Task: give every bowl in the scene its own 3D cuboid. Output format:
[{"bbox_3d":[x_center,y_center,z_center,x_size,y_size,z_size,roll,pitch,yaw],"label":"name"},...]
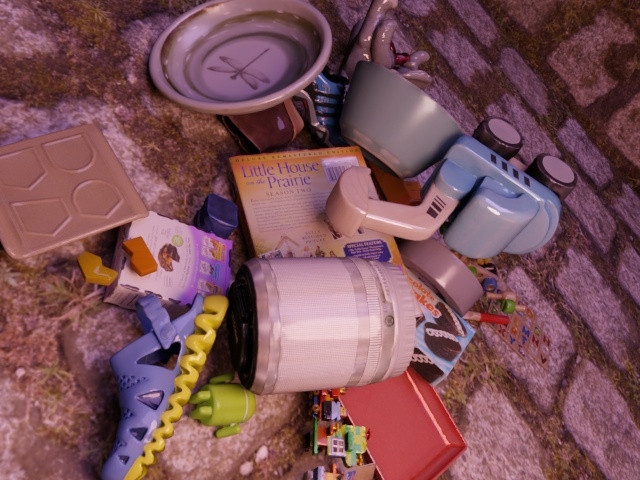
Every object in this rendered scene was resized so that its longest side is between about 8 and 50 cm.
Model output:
[{"bbox_3d":[0.165,-0.260,1.428,0.311,0.163,0.311,36,4,-3],"label":"bowl"}]

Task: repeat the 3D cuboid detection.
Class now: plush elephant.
[{"bbox_3d":[0.198,-0.487,1.723,0.255,0.272,0.330,22,76,-11],"label":"plush elephant"}]

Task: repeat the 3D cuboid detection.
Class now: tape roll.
[{"bbox_3d":[0.266,0.077,1.401,0.219,0.219,0.072,44,84,-7],"label":"tape roll"}]

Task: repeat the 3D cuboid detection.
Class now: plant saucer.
[{"bbox_3d":[0.152,0.359,1.216,0.258,0.048,0.259,-18,73,-47],"label":"plant saucer"},{"bbox_3d":[-0.169,-0.394,1.345,0.400,0.100,0.400,-3,55,5],"label":"plant saucer"}]

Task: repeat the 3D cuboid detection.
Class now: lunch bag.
[{"bbox_3d":[-0.202,-0.034,1.170,0.067,0.065,0.098,26,29,-23],"label":"lunch bag"}]

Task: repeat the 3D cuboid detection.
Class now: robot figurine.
[{"bbox_3d":[-0.155,0.267,0.995,0.115,0.067,0.101,8,58,-38],"label":"robot figurine"}]

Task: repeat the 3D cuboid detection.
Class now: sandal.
[{"bbox_3d":[-0.254,0.204,0.911,0.138,0.126,0.317,24,54,-8],"label":"sandal"}]

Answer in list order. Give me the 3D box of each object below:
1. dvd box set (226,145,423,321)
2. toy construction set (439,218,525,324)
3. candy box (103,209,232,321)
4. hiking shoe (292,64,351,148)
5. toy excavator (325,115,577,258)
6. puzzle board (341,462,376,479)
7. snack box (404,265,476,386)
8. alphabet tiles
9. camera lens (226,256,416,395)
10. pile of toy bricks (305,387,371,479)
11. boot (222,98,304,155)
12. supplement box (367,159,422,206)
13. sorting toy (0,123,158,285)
[{"bbox_3d":[0.000,0.000,1.256,0.307,0.062,0.420,-9,65,-22],"label":"dvd box set"},{"bbox_3d":[0.397,0.052,1.575,0.237,0.257,0.309,8,78,-17],"label":"toy construction set"},{"bbox_3d":[-0.258,0.051,1.060,0.196,0.070,0.165,23,48,-29],"label":"candy box"},{"bbox_3d":[0.023,-0.334,1.489,0.304,0.132,0.113,52,25,-36],"label":"hiking shoe"},{"bbox_3d":[0.279,-0.079,1.272,0.433,0.222,0.445,35,45,4],"label":"toy excavator"},{"bbox_3d":[0.048,0.438,1.019,0.096,0.011,0.128,17,90,-53],"label":"puzzle board"},{"bbox_3d":[0.175,0.146,1.333,0.322,0.060,0.187,43,38,9],"label":"snack box"},{"bbox_3d":[0.555,0.239,1.691,0.237,0.009,0.198,44,41,-7],"label":"alphabet tiles"},{"bbox_3d":[-0.008,0.136,1.011,0.274,0.219,0.219,-1,59,-18],"label":"camera lens"},{"bbox_3d":[0.038,0.344,1.060,0.105,0.118,0.212,10,56,-14],"label":"pile of toy bricks"},{"bbox_3d":[-0.157,-0.321,1.405,0.248,0.090,0.207,53,40,-1],"label":"boot"},{"bbox_3d":[0.193,-0.189,1.630,0.080,0.078,0.233,-10,69,-45],"label":"supplement box"},{"bbox_3d":[-0.402,-0.046,0.979,0.229,0.041,0.307,-22,68,-33],"label":"sorting toy"}]
